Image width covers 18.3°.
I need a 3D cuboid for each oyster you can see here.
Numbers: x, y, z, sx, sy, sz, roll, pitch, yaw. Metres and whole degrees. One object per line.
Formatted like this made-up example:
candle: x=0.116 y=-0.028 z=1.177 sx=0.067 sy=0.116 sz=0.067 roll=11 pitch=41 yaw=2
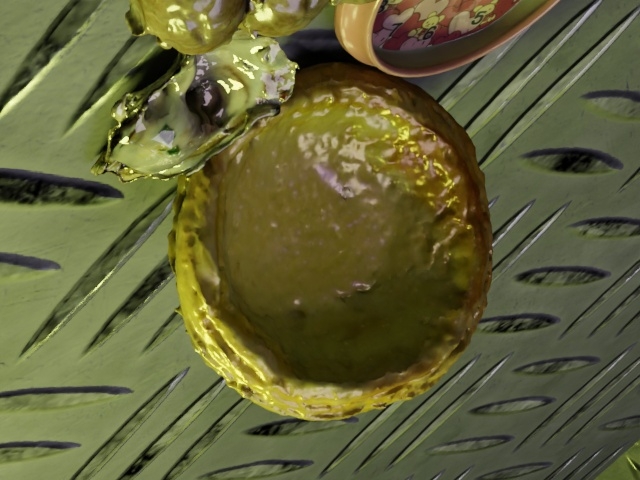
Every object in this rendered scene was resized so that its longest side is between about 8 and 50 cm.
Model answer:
oyster: x=-0.098 y=-0.092 z=1.387 sx=0.165 sy=0.053 sz=0.108 roll=-39 pitch=154 yaw=8

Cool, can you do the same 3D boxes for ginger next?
ginger: x=-0.028 y=-0.176 z=1.284 sx=0.204 sy=0.080 sz=0.104 roll=-15 pitch=145 yaw=-37

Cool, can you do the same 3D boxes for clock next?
clock: x=0.114 y=-0.212 z=1.448 sx=0.244 sy=0.056 sz=0.244 roll=-28 pitch=156 yaw=-13

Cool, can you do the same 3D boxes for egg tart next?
egg tart: x=0.000 y=0.000 z=1.529 sx=0.294 sy=0.294 sz=0.123 roll=-22 pitch=-170 yaw=-30
